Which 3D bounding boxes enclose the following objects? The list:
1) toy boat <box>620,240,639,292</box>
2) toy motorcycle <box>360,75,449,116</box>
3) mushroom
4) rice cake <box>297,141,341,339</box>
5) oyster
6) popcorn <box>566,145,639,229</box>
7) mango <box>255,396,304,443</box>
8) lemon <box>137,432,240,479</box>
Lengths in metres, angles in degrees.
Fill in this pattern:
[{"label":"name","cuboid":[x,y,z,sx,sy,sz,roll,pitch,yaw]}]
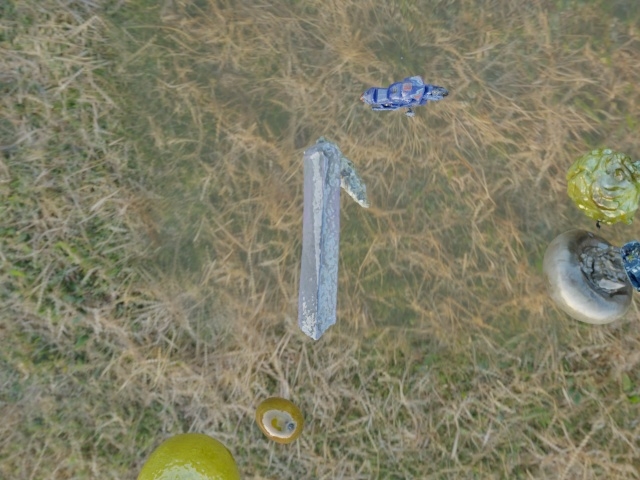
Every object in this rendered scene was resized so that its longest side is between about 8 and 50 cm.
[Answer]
[{"label":"toy boat","cuboid":[0.639,0.055,1.406,0.060,0.137,0.060,26,131,-27]},{"label":"toy motorcycle","cuboid":[0.200,-0.346,1.664,0.205,0.114,0.076,0,84,46]},{"label":"mushroom","cuboid":[0.612,0.075,1.578,0.226,0.226,0.178,32,137,-2]},{"label":"rice cake","cuboid":[0.000,0.000,1.310,0.072,0.056,0.365,6,97,48]},{"label":"oyster","cuboid":[0.048,-0.168,1.669,0.199,0.061,0.106,28,104,9]},{"label":"popcorn","cuboid":[0.597,-0.107,1.469,0.142,0.173,0.174,-35,101,-27]},{"label":"mango","cuboid":[-0.086,0.391,1.525,0.111,0.163,0.089,33,77,17]},{"label":"lemon","cuboid":[-0.224,0.421,1.199,0.178,0.203,0.178,2,104,6]}]
